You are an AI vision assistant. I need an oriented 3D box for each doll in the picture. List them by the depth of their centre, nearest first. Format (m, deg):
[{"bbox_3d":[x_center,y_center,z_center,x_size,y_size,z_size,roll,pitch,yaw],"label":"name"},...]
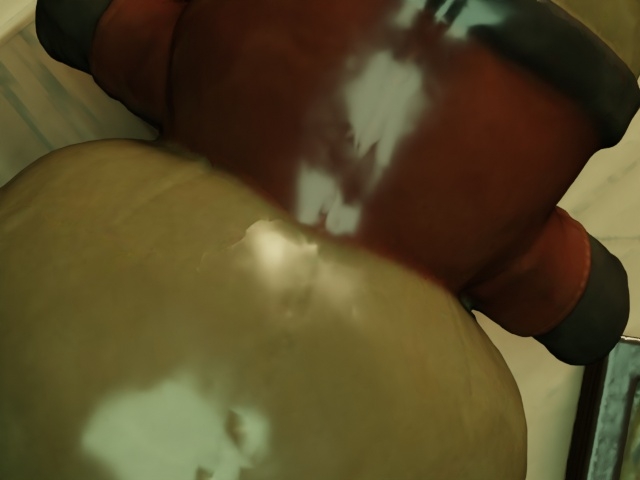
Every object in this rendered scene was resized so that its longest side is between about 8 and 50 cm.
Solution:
[{"bbox_3d":[0.000,0.000,0.392,0.235,0.174,0.330,28,84,-11],"label":"doll"}]

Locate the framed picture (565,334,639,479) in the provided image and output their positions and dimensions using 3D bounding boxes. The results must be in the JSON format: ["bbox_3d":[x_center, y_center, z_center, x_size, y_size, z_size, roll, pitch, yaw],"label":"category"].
[{"bbox_3d":[0.178,0.113,0.484,0.168,0.023,0.128,11,87,-6],"label":"framed picture"}]
